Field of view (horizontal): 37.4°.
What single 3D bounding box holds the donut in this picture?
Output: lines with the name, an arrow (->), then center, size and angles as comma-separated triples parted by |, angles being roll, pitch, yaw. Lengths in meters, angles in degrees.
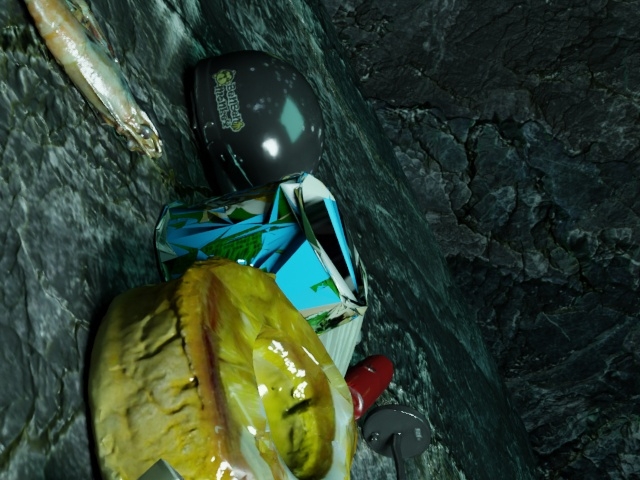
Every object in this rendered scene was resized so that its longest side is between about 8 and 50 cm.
donut -> -0.070, 0.175, 0.894 | 0.330, 0.160, 0.330 | 55, 21, -34

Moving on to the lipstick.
lipstick -> 0.063, 0.235, 1.517 | 0.280, 0.073, 0.073 | -7, 77, -76

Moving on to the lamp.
lamp -> 0.158, 0.388, 1.419 | 0.371, 0.108, 0.130 | -114, -177, -63

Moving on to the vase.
vase -> 0.001, 0.116, 1.366 | 0.248, 0.128, 0.128 | -84, 151, -43

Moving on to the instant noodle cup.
instant noodle cup -> -0.059, 0.032, 1.117 | 0.240, 0.178, 0.240 | -22, 90, -76

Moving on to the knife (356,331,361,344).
knife -> -0.001, 0.000, 1.687 | 0.132, 0.038, 0.398 | 49, 23, -59

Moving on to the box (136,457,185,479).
box -> -0.103, 0.275, 0.708 | 0.034, 0.132, 0.235 | 35, -19, 50

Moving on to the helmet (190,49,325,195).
helmet -> -0.075, -0.161, 1.383 | 0.230, 0.160, 0.279 | 45, 26, -63

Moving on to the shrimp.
shrimp -> -0.242, -0.199, 1.020 | 0.143, 0.052, 0.251 | -86, 151, -66
